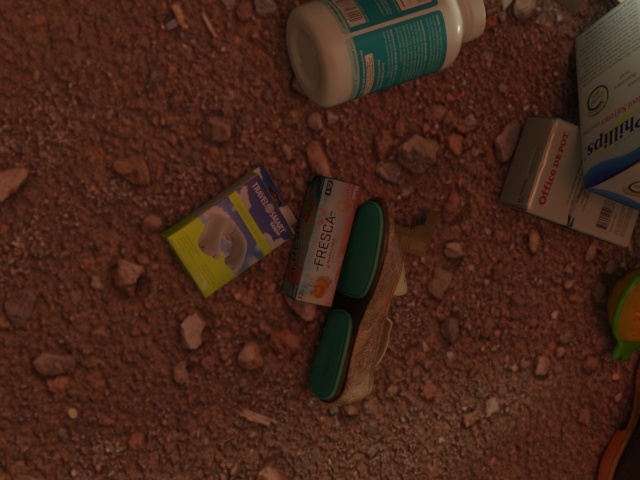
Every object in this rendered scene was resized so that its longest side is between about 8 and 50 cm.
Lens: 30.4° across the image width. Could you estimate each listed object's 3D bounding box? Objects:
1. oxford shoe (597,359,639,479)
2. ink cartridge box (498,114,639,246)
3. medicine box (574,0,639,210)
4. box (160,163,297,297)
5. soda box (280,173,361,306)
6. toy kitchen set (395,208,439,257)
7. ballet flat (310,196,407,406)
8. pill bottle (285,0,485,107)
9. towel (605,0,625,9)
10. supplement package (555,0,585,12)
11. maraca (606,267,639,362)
[{"bbox_3d":[0.596,0.287,1.962,0.130,0.132,0.364,21,90,-25],"label":"oxford shoe"},{"bbox_3d":[0.401,-0.093,1.837,0.208,0.087,0.153,18,92,-26],"label":"ink cartridge box"},{"bbox_3d":[0.538,-0.185,1.781,0.263,0.149,0.289,18,58,-25],"label":"medicine box"},{"bbox_3d":[-0.121,-0.015,1.647,0.178,0.042,0.109,-36,111,-13],"label":"box"},{"bbox_3d":[0.000,0.000,1.694,0.063,0.058,0.183,13,93,-25],"label":"soda box"},{"bbox_3d":[0.125,-0.008,1.767,0.083,0.075,0.068,19,134,6],"label":"toy kitchen set"},{"bbox_3d":[0.068,0.091,1.727,0.106,0.107,0.316,9,102,-39],"label":"ballet flat"},{"bbox_3d":[0.095,-0.289,1.637,0.264,0.146,0.146,-20,106,-19],"label":"pill bottle"},{"bbox_3d":[0.511,-0.446,1.847,0.282,0.049,0.187,39,84,-24],"label":"towel"},{"bbox_3d":[0.391,-0.512,1.687,0.175,0.177,0.293,34,84,1],"label":"supplement package"},{"bbox_3d":[0.521,0.121,1.925,0.127,0.099,0.186,-23,132,-25],"label":"maraca"}]
